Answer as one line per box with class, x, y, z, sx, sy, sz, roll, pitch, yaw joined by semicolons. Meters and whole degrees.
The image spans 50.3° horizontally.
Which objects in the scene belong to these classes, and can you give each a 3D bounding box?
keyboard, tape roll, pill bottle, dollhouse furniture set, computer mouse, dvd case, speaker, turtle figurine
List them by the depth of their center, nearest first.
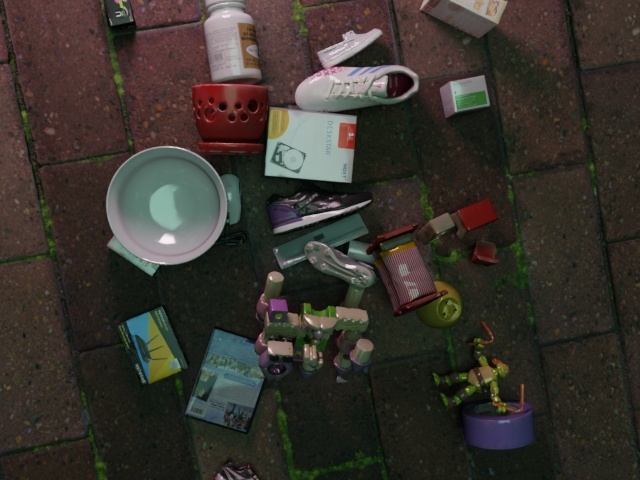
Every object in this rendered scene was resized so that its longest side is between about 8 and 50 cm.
pill bottle;-0.229;-0.517;1.747;0.131;0.131;0.229;-9;93;-7
dollhouse furniture set;0.327;0.033;1.777;0.374;0.152;0.201;-22;79;-15
computer mouse;-0.245;-0.079;1.791;0.106;0.042;0.193;0;92;-6
keyboard;0.000;0.000;1.838;0.256;0.014;0.072;-23;52;-6
dvd case;-0.240;0.378;1.838;0.180;0.022;0.253;19;90;-8
tape roll;0.480;0.494;1.847;0.189;0.189;0.080;-7;92;-7
speaker;0.137;0.036;1.853;0.136;0.055;0.055;12;91;-8
turtle figurine;0.424;0.370;1.874;0.217;0.087;0.269;-20;61;5

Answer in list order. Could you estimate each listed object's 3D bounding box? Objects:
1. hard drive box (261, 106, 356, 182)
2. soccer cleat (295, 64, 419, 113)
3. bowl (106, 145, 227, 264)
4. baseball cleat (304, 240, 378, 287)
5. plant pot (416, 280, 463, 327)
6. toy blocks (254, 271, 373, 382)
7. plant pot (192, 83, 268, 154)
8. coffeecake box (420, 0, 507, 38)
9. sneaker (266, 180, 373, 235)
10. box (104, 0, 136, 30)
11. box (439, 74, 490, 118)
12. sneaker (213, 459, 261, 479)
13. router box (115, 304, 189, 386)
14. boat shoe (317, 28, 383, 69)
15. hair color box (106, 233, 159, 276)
hard drive box;-0.032;-0.248;1.799;0.232;0.089;0.181;3;92;-10
soccer cleat;0.100;-0.401;1.778;0.331;0.143;0.116;-11;107;-6
bowl;-0.380;-0.087;1.739;0.298;0.134;0.297;0;92;-2
baseball cleat;0.055;0.067;1.790;0.206;0.109;0.072;32;101;19
plant pot;0.336;0.181;1.863;0.134;0.095;0.134;0;92;-7
toy blocks;-0.030;0.279;1.740;0.289;0.309;0.260;8;126;-12
plant pot;-0.229;-0.304;1.728;0.191;0.191;0.174;2;97;-7
coffeecake box;0.376;-0.622;1.811;0.186;0.142;0.068;23;89;-8
sneaker;-0.003;-0.108;1.809;0.283;0.107;0.124;-16;88;-6
box;-0.514;-0.590;1.748;0.062;0.052;0.083;-14;95;-7
box;0.390;-0.387;1.843;0.101;0.102;0.087;-12;92;-5
sneaker;-0.191;0.646;1.833;0.178;0.072;0.077;26;78;-13
router box;-0.442;0.276;1.796;0.133;0.046;0.178;-23;95;-6
boat shoe;0.077;-0.525;1.823;0.184;0.066;0.063;-30;97;5
hair color box;-0.477;0.025;1.783;0.141;0.043;0.072;36;88;-6
